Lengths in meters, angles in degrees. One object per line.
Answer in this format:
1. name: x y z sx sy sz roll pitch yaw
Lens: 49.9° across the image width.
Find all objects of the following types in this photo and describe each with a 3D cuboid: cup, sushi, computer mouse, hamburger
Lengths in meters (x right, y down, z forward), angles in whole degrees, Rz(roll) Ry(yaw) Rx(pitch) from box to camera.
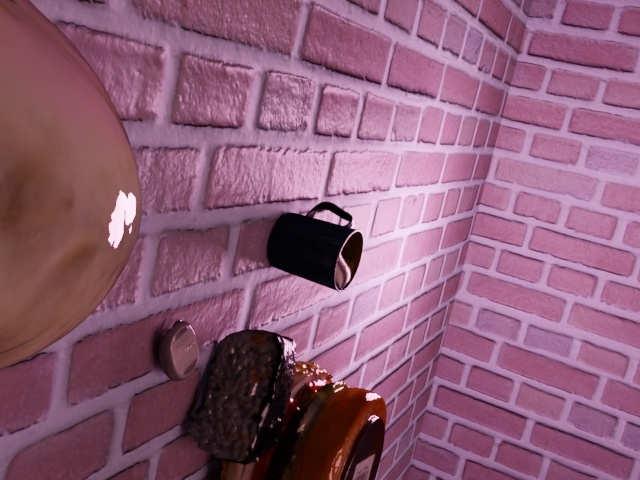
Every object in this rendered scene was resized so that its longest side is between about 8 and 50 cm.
1. cup: -0.001 0.010 1.241 0.150 0.138 0.114 -42 143 -50
2. sushi: -0.119 0.256 1.153 0.126 0.136 0.225 60 49 -66
3. computer mouse: -0.210 0.160 1.004 0.066 0.039 0.096 -46 138 -47
4. hamburger: -0.030 0.404 1.313 0.330 0.250 0.330 14 90 -69

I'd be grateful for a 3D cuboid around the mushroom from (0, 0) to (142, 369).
1. mushroom: -0.293 -0.067 0.390 0.353 0.353 0.325 -39 120 -52
